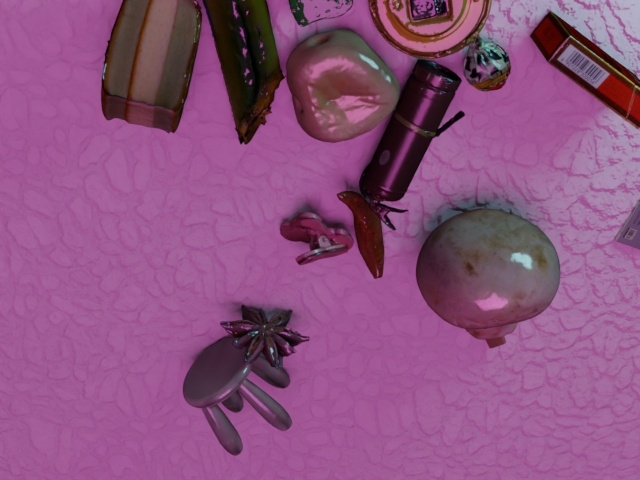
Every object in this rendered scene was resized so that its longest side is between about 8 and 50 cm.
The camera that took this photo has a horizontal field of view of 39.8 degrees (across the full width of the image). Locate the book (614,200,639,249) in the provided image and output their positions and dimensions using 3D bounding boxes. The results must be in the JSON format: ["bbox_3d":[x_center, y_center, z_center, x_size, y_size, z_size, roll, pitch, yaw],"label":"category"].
[{"bbox_3d":[0.761,-0.023,1.957,0.181,0.014,0.127,17,119,-11],"label":"book"}]

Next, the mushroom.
[{"bbox_3d":[0.349,0.093,1.854,0.297,0.298,0.290,-6,128,2],"label":"mushroom"}]

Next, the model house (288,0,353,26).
[{"bbox_3d":[-0.016,-0.489,1.607,0.117,0.088,0.167,-19,121,10],"label":"model house"}]

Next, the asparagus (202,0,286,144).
[{"bbox_3d":[-0.138,-0.355,1.677,0.128,0.108,0.382,-10,123,2],"label":"asparagus"}]

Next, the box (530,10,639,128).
[{"bbox_3d":[0.523,-0.326,1.686,0.239,0.153,0.074,31,112,-18],"label":"box"}]

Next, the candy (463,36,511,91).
[{"bbox_3d":[0.277,-0.424,1.679,0.091,0.083,0.305,-37,111,-23],"label":"candy"}]

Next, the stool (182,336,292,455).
[{"bbox_3d":[-0.186,0.354,2.053,0.195,0.195,0.199,-31,119,16],"label":"stool"}]

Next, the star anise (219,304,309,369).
[{"bbox_3d":[-0.128,0.212,1.992,0.182,0.195,0.065,36,138,21],"label":"star anise"}]

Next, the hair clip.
[{"bbox_3d":[-0.003,-0.011,1.906,0.138,0.102,0.123,-13,170,-31],"label":"hair clip"}]

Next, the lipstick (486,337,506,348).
[{"bbox_3d":[0.386,0.181,2.052,0.045,0.045,0.145,-22,121,10],"label":"lipstick"}]

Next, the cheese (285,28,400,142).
[{"bbox_3d":[0.038,-0.289,1.709,0.235,0.117,0.218,19,117,-19],"label":"cheese"}]

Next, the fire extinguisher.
[{"bbox_3d":[0.179,-0.184,1.780,0.141,0.105,0.341,31,116,14],"label":"fire extinguisher"}]

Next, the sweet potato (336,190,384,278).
[{"bbox_3d":[0.097,-0.027,1.903,0.078,0.058,0.255,-46,134,-26],"label":"sweet potato"}]

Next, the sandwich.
[{"bbox_3d":[-0.316,-0.336,1.659,0.155,0.198,0.228,14,81,-9],"label":"sandwich"}]

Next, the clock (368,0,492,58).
[{"bbox_3d":[0.198,-0.448,1.623,0.237,0.057,0.237,4,111,11],"label":"clock"}]
